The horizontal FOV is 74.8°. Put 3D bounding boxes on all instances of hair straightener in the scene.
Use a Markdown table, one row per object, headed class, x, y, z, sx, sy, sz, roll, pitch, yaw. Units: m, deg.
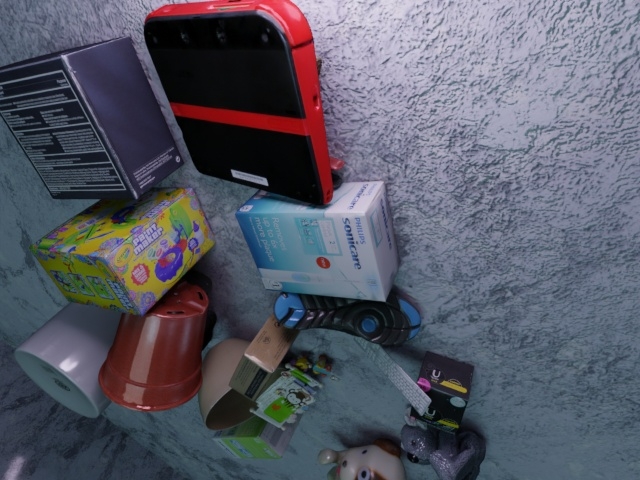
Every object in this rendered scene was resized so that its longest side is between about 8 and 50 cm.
| class | x | y | z | sx | sy | sz | roll | pitch | yaw |
| --- | --- | --- | --- | --- | --- | --- | --- | --- | --- |
| hair straightener | -0.062 | -0.148 | 0.856 | 0.230 | 0.047 | 0.089 | 18 | 132 | 16 |

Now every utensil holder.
| class | x | y | z | sx | sy | sz | roll | pitch | yaw |
| --- | --- | --- | --- | --- | --- | --- | --- | --- | --- |
| utensil holder | -0.685 | 0.311 | 1.344 | 0.327 | 0.385 | 0.327 | 16 | 132 | 18 |

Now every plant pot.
| class | x | y | z | sx | sy | sz | roll | pitch | yaw |
| --- | --- | --- | --- | --- | --- | --- | --- | --- | --- |
| plant pot | -0.428 | 0.256 | 1.123 | 0.272 | 0.272 | 0.265 | 22 | 110 | 12 |
| plant pot | -0.264 | 0.420 | 1.309 | 0.191 | 0.284 | 0.284 | 49 | 144 | 33 |

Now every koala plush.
| class | x | y | z | sx | sy | sz | roll | pitch | yaw |
| --- | --- | --- | --- | --- | --- | --- | --- | --- | --- |
| koala plush | 0.319 | 0.584 | 1.171 | 0.221 | 0.203 | 0.196 | 20 | 127 | 43 |

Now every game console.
| class | x | y | z | sx | sy | sz | roll | pitch | yaw |
| --- | --- | --- | --- | --- | --- | --- | --- | --- | --- |
| game console | -0.153 | -0.249 | 0.773 | 0.386 | 0.060 | 0.342 | 19 | 138 | 34 |

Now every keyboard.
| class | x | y | z | sx | sy | sz | roll | pitch | yaw |
| --- | --- | --- | --- | --- | --- | --- | --- | --- | --- |
| keyboard | 0.171 | 0.315 | 1.041 | 0.256 | 0.014 | 0.072 | 44 | 146 | 33 |

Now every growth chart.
| class | x | y | z | sx | sy | sz | roll | pitch | yaw |
| --- | --- | --- | --- | --- | --- | --- | --- | --- | --- |
| growth chart | -0.101 | 0.487 | 1.289 | 0.172 | 0.021 | 0.237 | 32 | 108 | -21 |

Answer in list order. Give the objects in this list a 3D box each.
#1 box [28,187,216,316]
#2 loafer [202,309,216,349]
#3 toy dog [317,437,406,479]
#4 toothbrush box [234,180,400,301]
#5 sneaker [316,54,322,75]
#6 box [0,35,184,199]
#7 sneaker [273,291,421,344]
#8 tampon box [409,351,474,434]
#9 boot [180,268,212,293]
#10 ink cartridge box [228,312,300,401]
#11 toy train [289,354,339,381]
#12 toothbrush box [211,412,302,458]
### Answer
| class | x | y | z | sx | sy | sz | roll | pitch | yaw |
| --- | --- | --- | --- | --- | --- | --- | --- | --- | --- |
| box | -0.479 | 0.010 | 1.050 | 0.279 | 0.290 | 0.177 | 4 | 127 | 28 |
| loafer | -0.402 | 0.293 | 1.381 | 0.078 | 0.080 | 0.220 | 30 | 135 | 4 |
| toy dog | 0.156 | 0.839 | 1.374 | 0.395 | 0.284 | 0.408 | 16 | 130 | 17 |
| toothbrush box | 0.000 | 0.000 | 0.888 | 0.295 | 0.126 | 0.216 | 2 | 126 | 27 |
| sneaker | -0.066 | -0.261 | 0.754 | 0.071 | 0.066 | 0.188 | 37 | 134 | -1 |
| box | -0.512 | -0.259 | 0.925 | 0.296 | 0.183 | 0.294 | 3 | 128 | 25 |
| sneaker | 0.066 | 0.162 | 1.003 | 0.341 | 0.139 | 0.125 | 9 | 89 | 5 |
| tampon box | 0.300 | 0.379 | 1.040 | 0.120 | 0.101 | 0.161 | 14 | 131 | 19 |
| boot | -0.462 | 0.136 | 1.267 | 0.236 | 0.085 | 0.178 | 26 | 137 | -13 |
| ink cartridge box | -0.127 | 0.276 | 1.104 | 0.088 | 0.234 | 0.193 | 32 | 135 | 4 |
| toy train | -0.024 | 0.386 | 1.273 | 0.166 | 0.046 | 0.125 | -6 | 136 | 28 |
| toothbrush box | -0.213 | 0.632 | 1.461 | 0.283 | 0.206 | 0.122 | -27 | 110 | 42 |
